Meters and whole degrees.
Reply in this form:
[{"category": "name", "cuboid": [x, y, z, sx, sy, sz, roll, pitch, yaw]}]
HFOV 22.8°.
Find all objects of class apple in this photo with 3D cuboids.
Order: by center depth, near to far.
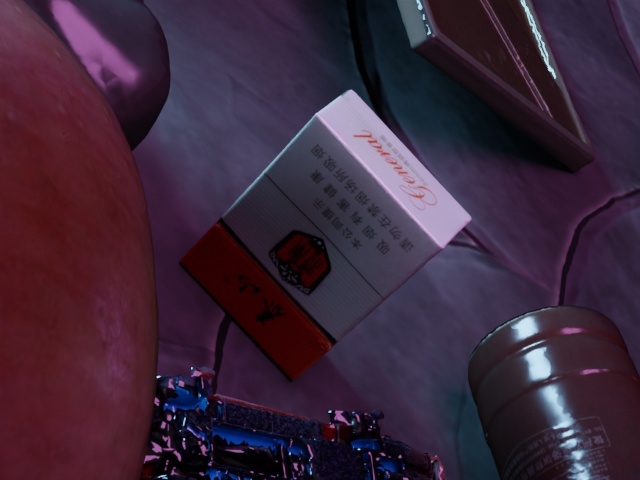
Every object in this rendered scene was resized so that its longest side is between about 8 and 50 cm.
[{"category": "apple", "cuboid": [-0.197, 0.022, 0.636, 0.235, 0.305, 0.306, 31, 38, -51]}]

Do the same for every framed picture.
[{"category": "framed picture", "cuboid": [0.094, -0.230, 1.187, 0.247, 0.022, 0.335, 27, 40, -51]}]

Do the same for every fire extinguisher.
[{"category": "fire extinguisher", "cuboid": [0.164, 0.209, 0.896, 0.102, 0.138, 0.344, 18, 41, -34]}]

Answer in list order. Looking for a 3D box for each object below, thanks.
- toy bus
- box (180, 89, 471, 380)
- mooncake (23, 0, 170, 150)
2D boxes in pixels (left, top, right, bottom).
[{"category": "toy bus", "cuboid": [-0.041, 0.124, 0.809, 0.235, 0.096, 0.073, 17, 50, -29]}, {"category": "box", "cuboid": [0.000, 0.000, 0.897, 0.100, 0.152, 0.048, 48, 39, 3]}, {"category": "mooncake", "cuboid": [-0.201, -0.118, 0.853, 0.245, 0.133, 0.245, 24, 49, -31]}]
